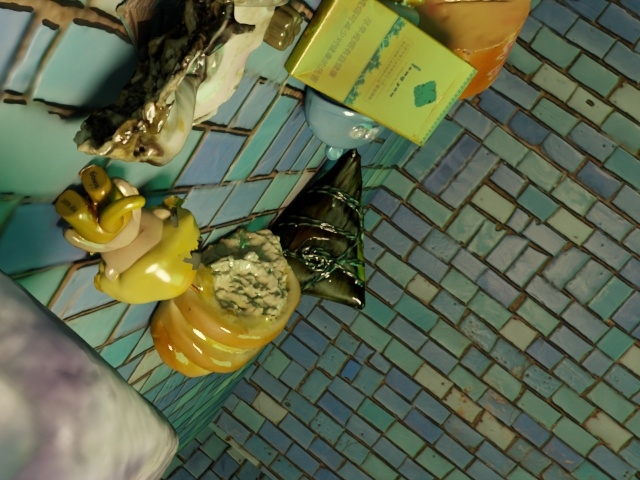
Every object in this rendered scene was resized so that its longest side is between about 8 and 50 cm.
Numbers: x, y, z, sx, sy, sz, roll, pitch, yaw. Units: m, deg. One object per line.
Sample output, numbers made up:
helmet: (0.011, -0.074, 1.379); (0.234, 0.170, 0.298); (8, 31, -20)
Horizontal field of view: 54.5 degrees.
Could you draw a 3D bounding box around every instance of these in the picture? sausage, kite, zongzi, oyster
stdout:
sausage: (0.270, -0.423, 1.216); (0.233, 0.233, 0.287); (-52, 173, -1)
kite: (-0.101, -0.247, 0.648); (0.335, 0.011, 0.314); (-56, 171, 30)
zongzi: (0.000, 0.000, 1.604); (0.362, 0.319, 0.383); (99, 11, -70)
oyster: (-0.116, -0.170, 0.590); (0.214, 0.083, 0.223); (-47, -176, 22)

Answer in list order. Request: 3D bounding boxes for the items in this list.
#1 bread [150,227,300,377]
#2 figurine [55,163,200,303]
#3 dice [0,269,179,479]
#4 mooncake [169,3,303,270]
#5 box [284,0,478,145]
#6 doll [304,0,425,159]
bread: (-0.177, 0.145, 1.224); (0.270, 0.211, 0.316); (-55, 169, 26)
figurine: (-0.215, 0.001, 0.734); (0.156, 0.131, 0.246); (-49, 158, -8)
dice: (-0.285, 0.161, 0.438); (0.271, 0.270, 0.270); (-49, 172, -23)
mooncake: (-0.100, -0.134, 0.709); (0.150, 0.057, 0.346); (46, 61, -79)
box: (0.098, -0.263, 0.950); (0.153, 0.279, 0.041); (-55, -144, 21)
doll: (0.072, -0.273, 1.050); (0.177, 0.141, 0.314); (-5, 132, -37)
